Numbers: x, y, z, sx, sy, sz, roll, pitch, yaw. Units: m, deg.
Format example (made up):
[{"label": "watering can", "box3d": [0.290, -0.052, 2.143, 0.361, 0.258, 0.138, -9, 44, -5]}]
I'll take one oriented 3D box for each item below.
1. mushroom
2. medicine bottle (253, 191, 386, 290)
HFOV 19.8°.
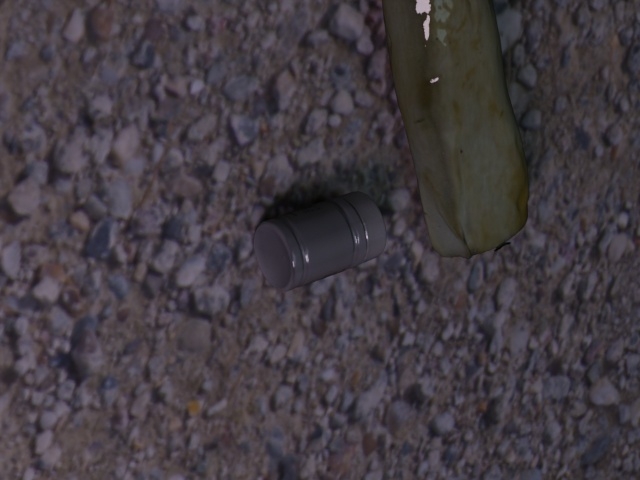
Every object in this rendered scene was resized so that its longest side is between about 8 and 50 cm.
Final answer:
[{"label": "mushroom", "box3d": [0.106, -0.133, 1.466, 0.100, 0.081, 0.312, -25, 118, -21]}, {"label": "medicine bottle", "box3d": [0.000, 0.000, 1.440, 0.091, 0.058, 0.058, -19, 114, -30]}]
